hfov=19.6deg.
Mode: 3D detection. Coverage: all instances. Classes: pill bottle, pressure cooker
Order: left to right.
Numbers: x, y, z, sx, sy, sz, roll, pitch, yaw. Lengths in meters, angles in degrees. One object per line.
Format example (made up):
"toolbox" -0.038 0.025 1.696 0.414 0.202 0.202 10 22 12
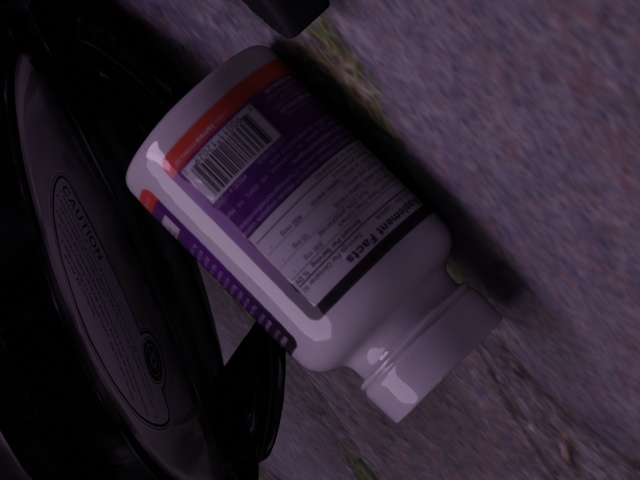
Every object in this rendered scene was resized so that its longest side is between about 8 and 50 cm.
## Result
"pressure cooker" -0.240 0.048 1.213 0.370 0.420 0.375 57 -163 -55
"pill bottle" 0.000 0.000 0.973 0.193 0.108 0.108 46 166 5

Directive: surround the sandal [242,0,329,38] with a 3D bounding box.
"sandal" -0.060 -0.184 0.786 0.097 0.054 0.254 45 177 35
